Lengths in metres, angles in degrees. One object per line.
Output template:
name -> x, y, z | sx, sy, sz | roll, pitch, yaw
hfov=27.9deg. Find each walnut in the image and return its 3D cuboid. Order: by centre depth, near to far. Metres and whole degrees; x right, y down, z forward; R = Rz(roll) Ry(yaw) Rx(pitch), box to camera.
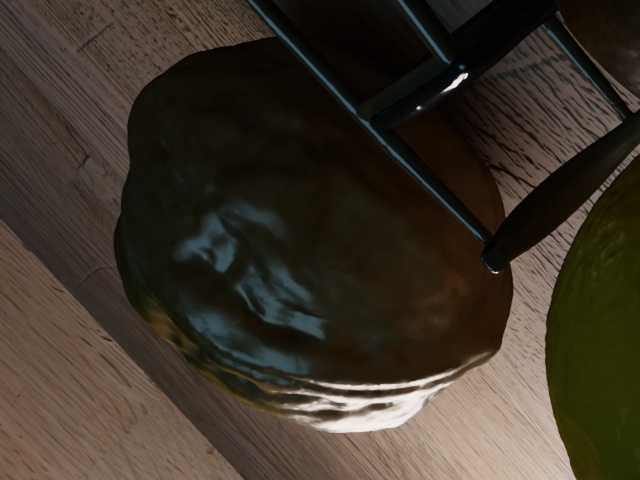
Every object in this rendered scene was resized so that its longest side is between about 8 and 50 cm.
walnut -> -0.002, 0.001, 1.043 | 0.344, 0.306, 0.306 | 28, 154, 22

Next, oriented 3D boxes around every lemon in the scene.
lemon -> 0.256, 0.056, 0.676 | 0.293, 0.293, 0.293 | 38, 157, 19

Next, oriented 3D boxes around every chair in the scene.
chair -> 0.100, -0.132, 0.757 | 0.272, 0.188, 0.166 | 51, 159, -5

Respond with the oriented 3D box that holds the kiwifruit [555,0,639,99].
kiwifruit -> 0.189, -0.150, 0.549 | 0.196, 0.196, 0.234 | 40, 158, 14
